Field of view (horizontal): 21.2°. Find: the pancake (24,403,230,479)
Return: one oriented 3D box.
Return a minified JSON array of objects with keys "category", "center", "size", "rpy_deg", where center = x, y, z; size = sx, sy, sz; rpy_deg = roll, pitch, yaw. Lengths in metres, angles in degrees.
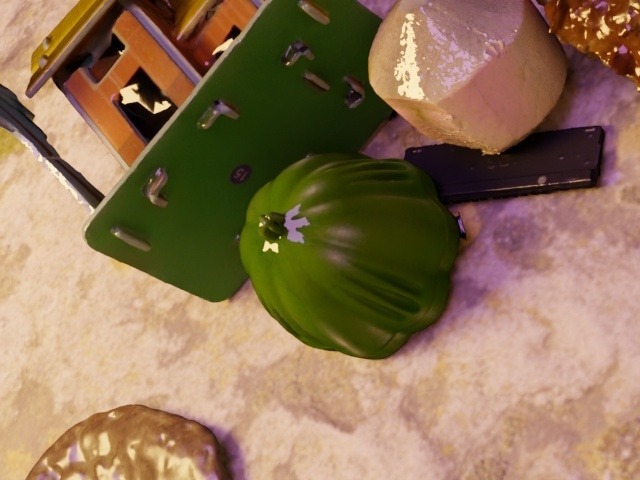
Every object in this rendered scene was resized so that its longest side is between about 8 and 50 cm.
[{"category":"pancake","center":[-0.179,0.248,1.524],"size":[0.236,0.042,0.222],"rpy_deg":[-27,50,21]}]

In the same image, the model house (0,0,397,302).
[{"category":"model house","center":[-0.163,-0.183,1.517],"size":[0.300,0.340,0.323],"rpy_deg":[-50,49,10]}]

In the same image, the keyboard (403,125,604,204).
[{"category":"keyboard","center":[0.148,-0.060,1.438],"size":[0.195,0.018,0.060],"rpy_deg":[-4,59,36]}]

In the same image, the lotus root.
[{"category":"lotus root","center":[0.000,0.000,1.403],"size":[0.186,0.186,0.186],"rpy_deg":[-17,60,31]}]

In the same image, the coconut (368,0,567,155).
[{"category":"coconut","center":[0.118,-0.155,1.407],"size":[0.147,0.153,0.147],"rpy_deg":[-19,53,27]}]

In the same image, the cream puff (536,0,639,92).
[{"category":"cream puff","center":[0.273,-0.218,1.333],"size":[0.269,0.155,0.241],"rpy_deg":[5,78,32]}]
